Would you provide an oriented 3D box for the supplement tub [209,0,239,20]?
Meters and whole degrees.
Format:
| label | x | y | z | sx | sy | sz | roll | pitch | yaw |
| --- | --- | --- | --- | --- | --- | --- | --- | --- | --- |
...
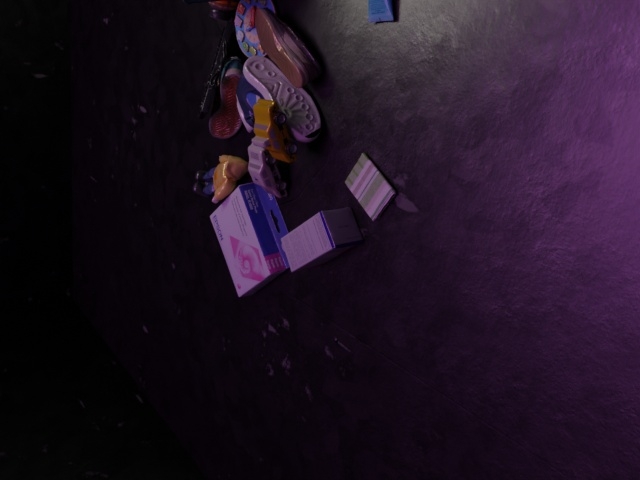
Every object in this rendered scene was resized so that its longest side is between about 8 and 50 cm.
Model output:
| label | x | y | z | sx | sy | sz | roll | pitch | yaw |
| --- | --- | --- | --- | --- | --- | --- | --- | --- | --- |
| supplement tub | -0.299 | -0.799 | 1.824 | 0.106 | 0.106 | 0.197 | 43 | 128 | 36 |

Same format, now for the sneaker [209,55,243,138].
| label | x | y | z | sx | sy | sz | roll | pitch | yaw |
| --- | --- | --- | --- | --- | --- | --- | --- | --- | --- |
| sneaker | -0.298 | -0.468 | 1.914 | 0.302 | 0.108 | 0.121 | 121 | 153 | -50 |

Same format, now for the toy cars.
| label | x | y | z | sx | sy | sz | roll | pitch | yaw |
| --- | --- | --- | --- | --- | --- | --- | --- | --- | --- |
| toy cars | -0.159 | -0.245 | 1.687 | 0.176 | 0.087 | 0.393 | 48 | 156 | 11 |

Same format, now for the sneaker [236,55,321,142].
| label | x | y | z | sx | sy | sz | roll | pitch | yaw |
| --- | --- | --- | --- | --- | --- | --- | --- | --- | --- |
| sneaker | -0.134 | -0.369 | 1.737 | 0.322 | 0.130 | 0.236 | 50 | 153 | 12 |

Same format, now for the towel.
| label | x | y | z | sx | sy | sz | roll | pitch | yaw |
| --- | --- | --- | --- | --- | --- | --- | --- | --- | --- |
| towel | 0.132 | -0.142 | 1.533 | 0.152 | 0.023 | 0.113 | 57 | 134 | 27 |

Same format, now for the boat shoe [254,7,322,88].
| label | x | y | z | sx | sy | sz | roll | pitch | yaw |
| --- | --- | --- | --- | --- | --- | --- | --- | --- | --- |
| boat shoe | -0.093 | -0.553 | 1.648 | 0.285 | 0.092 | 0.102 | 57 | 155 | 21 |

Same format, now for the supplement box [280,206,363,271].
| label | x | y | z | sx | sy | sz | roll | pitch | yaw |
| --- | --- | --- | --- | --- | --- | --- | --- | --- | --- |
| supplement box | 0.000 | 0.000 | 1.647 | 0.220 | 0.111 | 0.113 | -33 | 73 | 48 |

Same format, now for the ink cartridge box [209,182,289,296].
| label | x | y | z | sx | sy | sz | roll | pitch | yaw |
| --- | --- | --- | --- | --- | --- | --- | --- | --- | --- |
| ink cartridge box | -0.235 | -0.011 | 1.959 | 0.330 | 0.072 | 0.324 | -38 | 69 | 49 |

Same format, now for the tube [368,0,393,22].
| label | x | y | z | sx | sy | sz | roll | pitch | yaw |
| --- | --- | --- | --- | --- | --- | --- | --- | --- | --- |
| tube | 0.141 | -0.633 | 1.389 | 0.080 | 0.052 | 0.207 | 19 | 118 | 51 |

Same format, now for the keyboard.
| label | x | y | z | sx | sy | sz | roll | pitch | yaw |
| --- | --- | --- | --- | --- | --- | --- | --- | --- | --- |
| keyboard | -0.332 | -0.547 | 1.845 | 0.201 | 0.033 | 0.317 | -10 | 65 | 66 |

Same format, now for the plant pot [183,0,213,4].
| label | x | y | z | sx | sy | sz | roll | pitch | yaw |
| --- | --- | --- | --- | --- | --- | --- | --- | --- | --- |
| plant pot | -0.254 | -0.802 | 1.618 | 0.271 | 0.256 | 0.271 | 1 | -90 | -90 |

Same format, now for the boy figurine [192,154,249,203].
| label | x | y | z | sx | sy | sz | roll | pitch | yaw |
| --- | --- | --- | --- | --- | --- | --- | --- | --- | --- |
| boy figurine | -0.340 | -0.216 | 1.998 | 0.285 | 0.092 | 0.177 | -12 | 65 | 55 |

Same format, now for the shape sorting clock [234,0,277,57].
| label | x | y | z | sx | sy | sz | roll | pitch | yaw |
| --- | --- | --- | --- | --- | --- | --- | --- | --- | --- |
| shape sorting clock | -0.202 | -0.665 | 1.790 | 0.206 | 0.040 | 0.206 | 15 | 110 | 48 |
